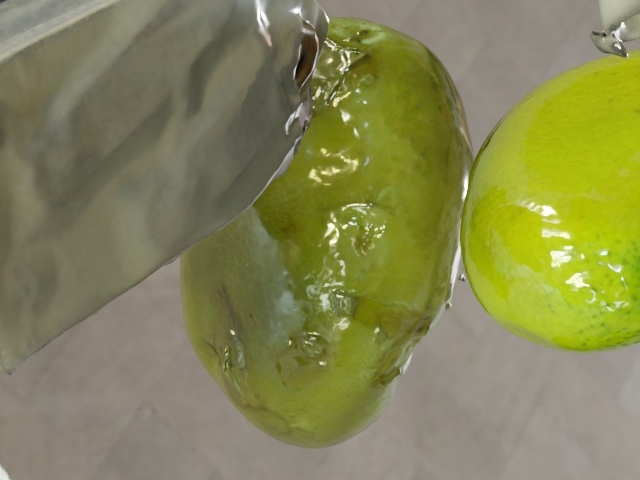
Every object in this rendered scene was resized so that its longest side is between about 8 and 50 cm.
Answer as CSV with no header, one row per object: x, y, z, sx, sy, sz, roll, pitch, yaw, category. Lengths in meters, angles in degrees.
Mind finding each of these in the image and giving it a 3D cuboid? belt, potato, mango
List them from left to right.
-0.101,-0.060,0.623,0.230,0.139,0.126,-32,131,-35,belt
0.000,0.000,1.030,0.148,0.253,0.186,4,19,-12,potato
0.111,-0.019,0.701,0.163,0.117,0.089,-34,128,-45,mango

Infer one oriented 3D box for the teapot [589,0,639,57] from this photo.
0.087,-0.205,0.418,0.252,0.424,0.280,-19,63,-12,teapot

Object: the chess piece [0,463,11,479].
-0.168,0.030,0.787,0.194,0.194,0.299,34,44,-23,chess piece
